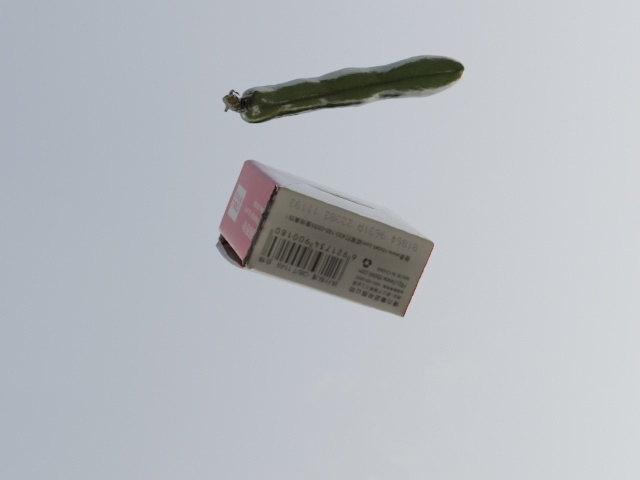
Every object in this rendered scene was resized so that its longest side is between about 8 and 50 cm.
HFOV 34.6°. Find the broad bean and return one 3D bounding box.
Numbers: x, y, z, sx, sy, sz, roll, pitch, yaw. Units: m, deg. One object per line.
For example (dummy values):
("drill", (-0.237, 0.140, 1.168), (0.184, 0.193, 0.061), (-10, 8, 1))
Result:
("broad bean", (0.020, -0.134, 0.913), (0.227, 0.069, 0.039), (-13, -85, -19))

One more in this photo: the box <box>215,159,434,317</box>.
("box", (0.000, 0.000, 1.016), (0.182, 0.133, 0.099), (18, -81, -24))
